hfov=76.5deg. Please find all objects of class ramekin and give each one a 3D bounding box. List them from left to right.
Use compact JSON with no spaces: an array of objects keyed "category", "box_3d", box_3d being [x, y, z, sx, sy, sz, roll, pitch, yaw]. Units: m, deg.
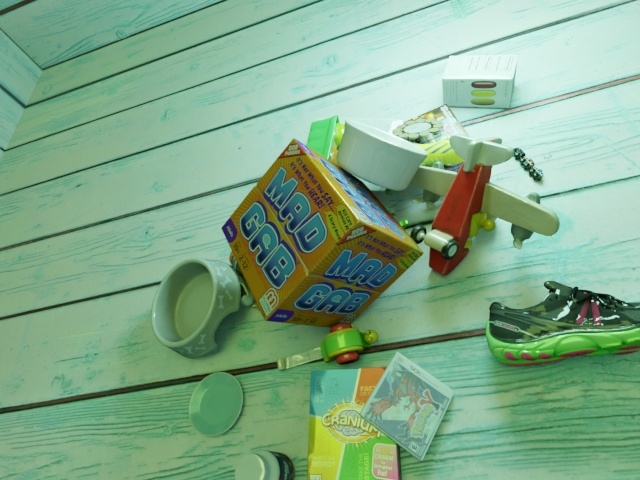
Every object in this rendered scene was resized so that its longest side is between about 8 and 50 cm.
[{"category":"ramekin","box_3d":[0.183,-0.268,1.286,0.277,0.277,0.135,38,116,33]}]

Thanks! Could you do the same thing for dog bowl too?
[{"category":"dog bowl","box_3d":[-0.439,0.218,1.392,0.348,0.102,0.349,-15,61,28]}]

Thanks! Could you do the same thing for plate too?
[{"category":"plate","box_3d":[-0.324,0.510,1.271,0.188,0.024,0.188,-10,57,15]}]

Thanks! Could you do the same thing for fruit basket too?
[{"category":"fruit basket","box_3d":[0.121,-0.332,1.552,0.352,0.165,0.327,7,68,8]}]

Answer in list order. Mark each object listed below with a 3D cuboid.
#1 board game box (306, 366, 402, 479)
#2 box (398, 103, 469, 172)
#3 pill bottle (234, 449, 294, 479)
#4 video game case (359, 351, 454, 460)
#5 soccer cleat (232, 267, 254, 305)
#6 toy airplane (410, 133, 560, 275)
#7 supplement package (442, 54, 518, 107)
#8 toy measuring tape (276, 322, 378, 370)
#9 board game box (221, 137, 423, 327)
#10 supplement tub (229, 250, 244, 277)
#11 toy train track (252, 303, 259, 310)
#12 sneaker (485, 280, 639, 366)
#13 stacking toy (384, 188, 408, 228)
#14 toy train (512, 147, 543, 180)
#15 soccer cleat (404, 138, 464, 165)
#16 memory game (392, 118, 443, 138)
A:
[{"category":"board game box","box_3d":[0.089,0.512,1.096,0.242,0.064,0.317,-8,58,15]},{"category":"box","box_3d":[0.433,-0.359,1.499,0.200,0.057,0.293,-22,55,8]},{"category":"pill bottle","box_3d":[-0.145,0.605,1.054,0.107,0.180,0.108,-9,58,15]},{"category":"video game case","box_3d":[0.229,0.425,1.062,0.183,0.023,0.201,33,61,12]},{"category":"soccer cleat","box_3d":[-0.299,0.154,1.443,0.068,0.076,0.196,-41,55,-7]},{"category":"toy airplane","box_3d":[0.458,-0.125,1.223,0.384,0.272,0.386,-30,63,40]},{"category":"supplement package","box_3d":[0.599,-0.601,1.535,0.244,0.139,0.134,11,63,26]},{"category":"toy measuring tape","box_3d":[0.010,0.322,1.205,0.330,0.121,0.121,-18,56,9]},{"category":"board game box","box_3d":[0.000,0.000,1.193,0.356,0.356,0.356,-48,53,18]},{"category":"supplement tub","box_3d":[-0.228,0.091,1.431,0.190,0.117,0.117,31,74,31]},{"category":"toy train track","box_3d":[-0.194,0.222,1.404,0.083,0.014,0.048,-9,50,8]},{"category":"sneaker","box_3d":[0.663,0.183,1.016,0.482,0.185,0.202,-11,61,12]},{"category":"stacking toy","box_3d":[0.195,-0.068,1.365,0.221,0.052,0.167,-32,49,35]},{"category":"toy train","box_3d":[0.697,-0.258,1.364,0.036,0.027,0.158,-18,55,-4]},{"category":"soccer cleat","box_3d":[0.356,-0.284,1.386,0.289,0.093,0.121,13,55,36]},{"category":"memory game","box_3d":[0.350,-0.404,1.469,0.186,0.012,0.186,-11,31,7]}]
